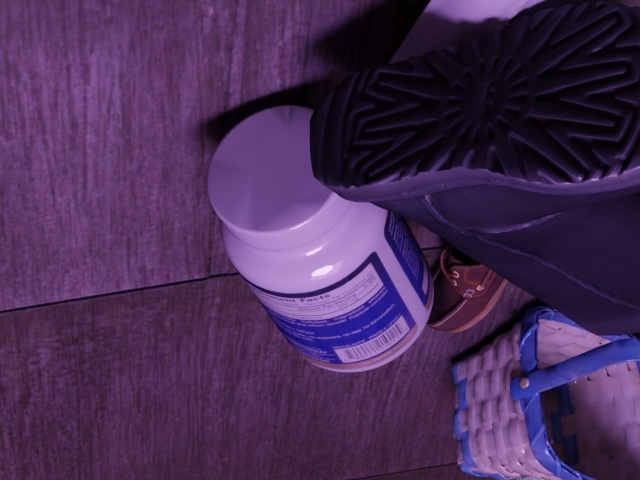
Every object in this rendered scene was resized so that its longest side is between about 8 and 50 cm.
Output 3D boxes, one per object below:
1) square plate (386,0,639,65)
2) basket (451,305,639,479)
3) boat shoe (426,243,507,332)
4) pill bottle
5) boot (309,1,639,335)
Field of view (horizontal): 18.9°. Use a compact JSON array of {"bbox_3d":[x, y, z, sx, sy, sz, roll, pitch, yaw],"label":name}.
[{"bbox_3d":[0.250,-0.174,1.551,0.344,0.049,0.347,-3,161,-16],"label":"square plate"},{"bbox_3d":[0.305,0.173,2.055,0.255,0.201,0.289,17,147,-39],"label":"basket"},{"bbox_3d":[0.154,0.014,1.871,0.073,0.073,0.207,7,135,-37],"label":"boat shoe"},{"bbox_3d":[0.000,0.000,1.705,0.153,0.153,0.264,-19,148,7],"label":"pill bottle"},{"bbox_3d":[0.263,-0.031,1.592,0.367,0.146,0.445,-1,159,41],"label":"boot"}]
